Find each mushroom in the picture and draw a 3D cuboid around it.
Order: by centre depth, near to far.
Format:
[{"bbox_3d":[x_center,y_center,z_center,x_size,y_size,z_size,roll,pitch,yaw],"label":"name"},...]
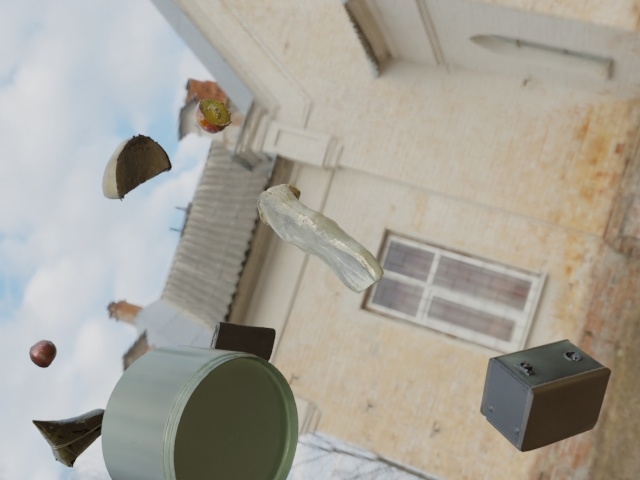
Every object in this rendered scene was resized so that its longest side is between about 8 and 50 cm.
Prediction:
[{"bbox_3d":[0.002,-0.003,1.006,0.054,0.202,0.059,-9,-50,-55],"label":"mushroom"}]

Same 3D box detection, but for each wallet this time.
[{"bbox_3d":[-0.156,0.209,1.596,0.157,0.018,0.082,12,-87,-45],"label":"wallet"}]

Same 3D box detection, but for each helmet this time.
[{"bbox_3d":[-0.683,0.276,1.960,0.049,0.065,0.084,-44,21,5],"label":"helmet"}]

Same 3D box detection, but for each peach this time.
[{"bbox_3d":[-0.263,-0.293,1.905,0.061,0.098,0.098,-43,3,38],"label":"peach"}]

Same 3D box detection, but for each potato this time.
[{"bbox_3d":[-0.447,-0.173,1.789,0.261,0.100,0.120,-51,-50,-65],"label":"potato"}]

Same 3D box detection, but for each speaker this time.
[{"bbox_3d":[0.503,0.342,1.771,0.231,0.153,0.192,-8,-63,-26],"label":"speaker"}]

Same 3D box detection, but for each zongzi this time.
[{"bbox_3d":[-0.663,0.485,2.127,0.187,0.084,0.184,-46,-50,-34],"label":"zongzi"}]

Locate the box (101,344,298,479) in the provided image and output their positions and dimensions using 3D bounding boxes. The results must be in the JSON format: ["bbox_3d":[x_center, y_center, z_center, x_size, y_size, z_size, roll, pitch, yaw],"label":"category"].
[{"bbox_3d":[-0.157,0.259,1.064,0.226,0.149,0.226,1,-91,-48],"label":"box"}]
